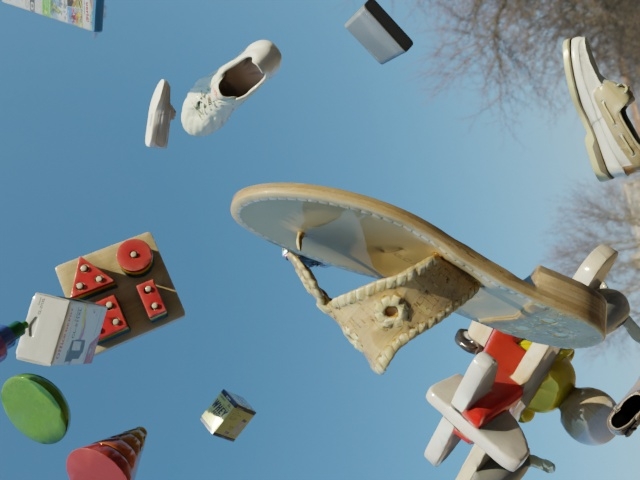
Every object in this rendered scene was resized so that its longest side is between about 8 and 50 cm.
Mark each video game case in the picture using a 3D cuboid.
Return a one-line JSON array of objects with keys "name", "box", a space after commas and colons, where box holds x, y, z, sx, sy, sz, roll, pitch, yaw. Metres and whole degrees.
[{"name": "video game case", "box": [-0.327, -0.334, 0.708, 0.015, 0.166, 0.119, -30, -41, -58]}]

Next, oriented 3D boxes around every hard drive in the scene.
[{"name": "hard drive", "box": [0.090, -0.330, 0.930, 0.094, 0.022, 0.135, 43, 180, -13]}]

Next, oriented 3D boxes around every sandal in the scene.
[{"name": "sandal", "box": [0.054, 0.041, 0.335, 0.239, 0.088, 0.079, 18, -115, -7]}]

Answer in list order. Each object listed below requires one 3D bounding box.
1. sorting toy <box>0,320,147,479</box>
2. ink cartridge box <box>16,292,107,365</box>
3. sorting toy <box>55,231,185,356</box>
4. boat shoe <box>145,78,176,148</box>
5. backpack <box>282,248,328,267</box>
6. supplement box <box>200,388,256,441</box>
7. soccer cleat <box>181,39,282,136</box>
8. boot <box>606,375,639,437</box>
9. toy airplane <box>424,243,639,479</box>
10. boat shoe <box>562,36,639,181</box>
[{"name": "sorting toy", "box": [-0.417, 0.267, 0.969, 0.365, 0.127, 0.126, 47, -150, -1]}, {"name": "ink cartridge box", "box": [-0.507, 0.179, 1.155, 0.175, 0.072, 0.128, 73, -151, -80]}, {"name": "sorting toy", "box": [-0.515, 0.124, 1.489, 0.257, 0.089, 0.256, -23, -105, -17]}, {"name": "boat shoe", "box": [-0.424, -0.338, 1.575, 0.063, 0.066, 0.184, 10, -93, -37]}, {"name": "backpack", "box": [0.000, 0.000, 1.537, 0.173, 0.117, 0.158, 18, -122, -31]}, {"name": "supplement box", "box": [-0.203, 0.388, 1.289, 0.083, 0.056, 0.083, -51, -39, -5]}, {"name": "soccer cleat", "box": [-0.131, -0.197, 0.775, 0.068, 0.196, 0.076, 48, -144, -16]}, {"name": "boot", "box": [0.409, 0.199, 0.736, 0.087, 0.042, 0.119, 22, -78, -54]}, {"name": "toy airplane", "box": [0.320, 0.227, 0.884, 0.384, 0.272, 0.386, -57, -16, -19]}, {"name": "boat shoe", "box": [0.580, -0.276, 1.181, 0.113, 0.103, 0.303, -29, -79, -50]}]
